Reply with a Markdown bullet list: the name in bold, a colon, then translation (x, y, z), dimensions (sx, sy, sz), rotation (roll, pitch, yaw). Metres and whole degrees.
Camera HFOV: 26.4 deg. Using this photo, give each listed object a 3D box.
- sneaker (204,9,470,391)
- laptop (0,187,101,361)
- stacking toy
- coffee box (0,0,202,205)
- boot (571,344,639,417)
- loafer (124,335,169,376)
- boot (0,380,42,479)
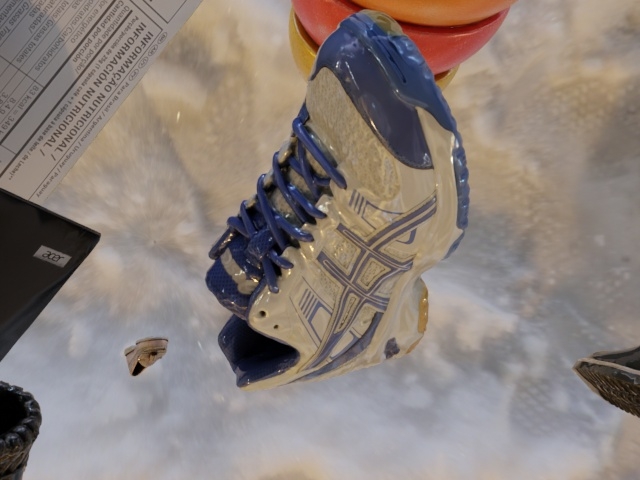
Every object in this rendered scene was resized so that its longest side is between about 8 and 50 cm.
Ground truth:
- **sneaker**: translation (0.000, 0.000, 0.794), dimensions (0.131, 0.296, 0.112), rotation (-20, 55, -18)
- **laptop**: translation (-0.303, 0.030, 0.757), dimensions (0.264, 0.234, 0.136), rotation (2, 77, 24)
- **stacking toy**: translation (0.068, -0.266, 1.588), dimensions (0.351, 0.480, 0.350), rotation (11, 46, -12)
- **coffee box**: translation (-0.287, -0.268, 0.922), dimensions (0.338, 0.334, 0.338), rotation (38, 90, 30)
- **boot**: translation (0.321, 0.086, 1.176), dimensions (0.077, 0.198, 0.137), rotation (42, 70, -29)
- **loafer**: translation (-0.234, 0.157, 1.854), dimensions (0.045, 0.125, 0.039), rotation (1, 76, -24)
- **boot**: translation (-0.492, 0.304, 1.572), dimensions (0.348, 0.260, 0.131), rotation (-24, 60, -33)
